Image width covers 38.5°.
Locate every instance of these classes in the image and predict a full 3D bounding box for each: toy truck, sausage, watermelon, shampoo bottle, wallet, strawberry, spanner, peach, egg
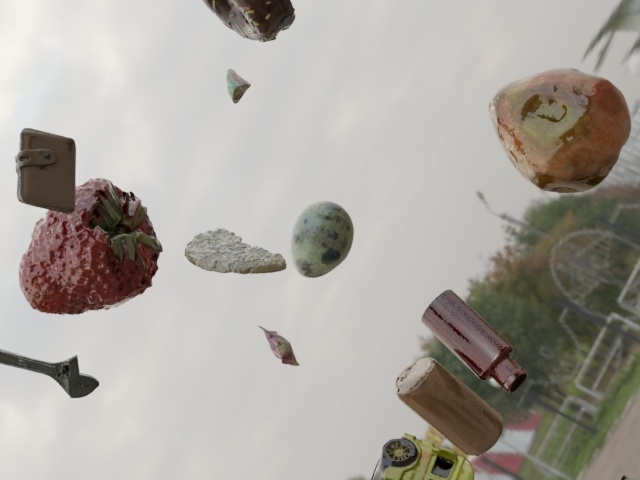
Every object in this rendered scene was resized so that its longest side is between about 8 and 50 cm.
[{"bbox_3d":[0.170,0.574,1.747,0.405,0.254,0.180,-55,-28,-46],"label":"toy truck"},{"bbox_3d":[0.276,0.358,2.004,0.123,0.253,0.123,-38,25,22],"label":"sausage"},{"bbox_3d":[-0.193,-0.369,2.147,0.085,0.061,0.085,176,90,-84],"label":"watermelon"},{"bbox_3d":[0.339,0.224,1.999,0.102,0.260,0.064,-48,-33,6],"label":"shampoo bottle"},{"bbox_3d":[-0.502,-0.130,1.681,0.118,0.039,0.152,10,-114,-37],"label":"wallet"},{"bbox_3d":[-0.477,0.020,1.899,0.258,0.261,0.261,-25,0,24],"label":"strawberry"},{"bbox_3d":[-0.632,0.265,1.957,0.026,0.326,0.093,-173,99,-78],"label":"spanner"},{"bbox_3d":[0.398,-0.189,1.558,0.214,0.236,0.214,22,-90,-78],"label":"peach"},{"bbox_3d":[0.000,0.000,2.046,0.181,0.141,0.141,-67,-16,9],"label":"egg"}]

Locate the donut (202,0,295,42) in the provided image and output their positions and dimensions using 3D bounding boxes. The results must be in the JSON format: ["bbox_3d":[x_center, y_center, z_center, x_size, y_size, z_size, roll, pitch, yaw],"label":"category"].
[{"bbox_3d":[-0.158,-0.477,1.797,0.096,0.230,0.216,-53,-25,-11],"label":"donut"}]

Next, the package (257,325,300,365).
[{"bbox_3d":[-0.069,0.175,1.529,0.029,0.083,0.059,-46,-31,12],"label":"package"}]

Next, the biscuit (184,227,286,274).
[{"bbox_3d":[-0.185,0.026,1.762,0.133,0.250,0.032,-14,-66,-35],"label":"biscuit"}]

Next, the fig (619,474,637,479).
[{"bbox_3d":[0.679,0.462,1.830,0.124,0.124,0.236,-49,-4,-40],"label":"fig"}]
